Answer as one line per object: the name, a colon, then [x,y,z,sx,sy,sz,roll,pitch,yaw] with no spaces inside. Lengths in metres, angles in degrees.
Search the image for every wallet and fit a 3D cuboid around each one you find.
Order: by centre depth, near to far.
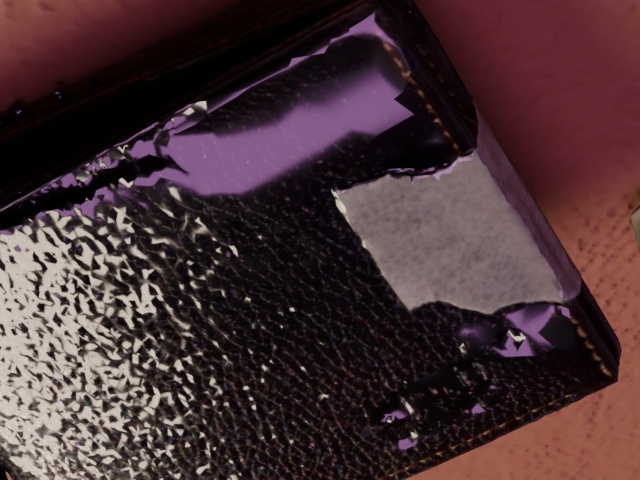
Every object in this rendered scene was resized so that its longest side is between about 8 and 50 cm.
wallet: [-0.038,0.031,0.787,0.262,0.071,0.221,-24,124,16]

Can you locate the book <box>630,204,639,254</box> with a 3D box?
book: [0.344,-0.066,0.827,0.260,0.043,0.371,22,130,-35]
